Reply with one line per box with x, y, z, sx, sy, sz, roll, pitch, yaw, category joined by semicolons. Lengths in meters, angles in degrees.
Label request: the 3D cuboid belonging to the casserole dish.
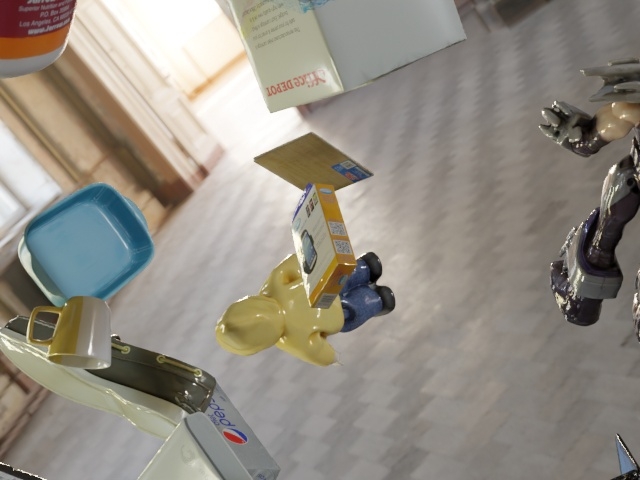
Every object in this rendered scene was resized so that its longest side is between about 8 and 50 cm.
-0.256;0.009;1.030;0.037;0.114;0.188;-31;9;31;casserole dish

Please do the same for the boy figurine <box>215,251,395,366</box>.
-0.021;0.106;1.367;0.285;0.177;0.092;-18;-8;-35;boy figurine

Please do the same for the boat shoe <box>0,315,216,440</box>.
-0.282;0.165;1.238;0.109;0.304;0.091;91;-156;-53;boat shoe

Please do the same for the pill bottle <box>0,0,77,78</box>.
-0.112;-0.138;0.312;0.086;0.086;0.152;-68;0;-60;pill bottle

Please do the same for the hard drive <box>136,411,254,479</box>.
-0.161;0.370;1.084;0.040;0.203;0.308;-11;-36;-52;hard drive

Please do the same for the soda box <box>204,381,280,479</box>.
-0.187;0.350;1.665;0.286;0.098;0.091;42;114;48;soda box

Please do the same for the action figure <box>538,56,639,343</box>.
0.253;-0.049;0.718;0.185;0.285;0.099;10;41;6;action figure

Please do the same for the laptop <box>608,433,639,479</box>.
0.344;0.397;1.186;0.264;0.234;0.136;-13;4;-28;laptop

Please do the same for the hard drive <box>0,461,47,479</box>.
-0.211;0.367;0.816;0.236;0.339;0.064;12;27;26;hard drive

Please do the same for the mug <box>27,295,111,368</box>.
-0.239;0.087;0.931;0.062;0.078;0.064;-9;66;32;mug

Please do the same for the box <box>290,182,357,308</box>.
0.000;0.000;1.077;0.081;0.028;0.136;121;147;-42;box

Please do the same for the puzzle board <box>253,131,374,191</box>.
-0.008;-0.095;1.194;0.096;0.128;0.011;-21;58;33;puzzle board

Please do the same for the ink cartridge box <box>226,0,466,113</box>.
0.005;-0.206;0.735;0.127;0.176;0.128;-26;13;-27;ink cartridge box
